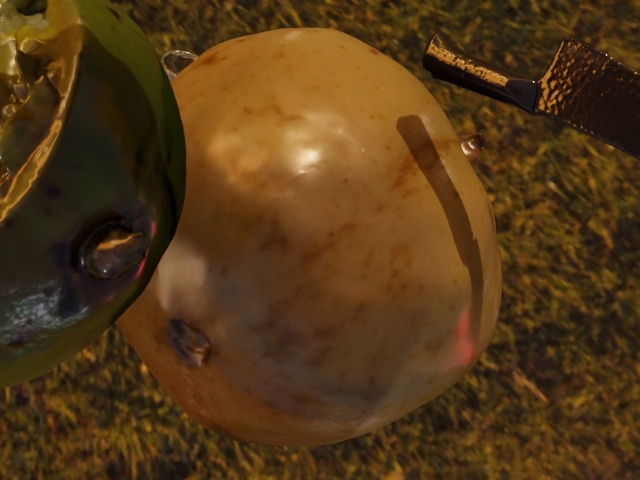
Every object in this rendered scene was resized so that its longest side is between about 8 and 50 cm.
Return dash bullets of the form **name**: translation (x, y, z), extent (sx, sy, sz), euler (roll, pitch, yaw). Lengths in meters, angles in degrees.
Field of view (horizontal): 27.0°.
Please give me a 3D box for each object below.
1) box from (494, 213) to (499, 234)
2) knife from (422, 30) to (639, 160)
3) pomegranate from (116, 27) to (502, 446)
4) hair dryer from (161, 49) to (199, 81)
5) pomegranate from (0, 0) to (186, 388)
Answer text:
- **box**: translation (0.101, -0.022, 1.334), extent (0.125, 0.027, 0.126), euler (-43, 74, 21)
- **knife**: translation (0.171, -0.096, 0.870), extent (0.028, 0.230, 0.060), euler (8, 108, -62)
- **pomegranate**: translation (0.000, 0.000, 1.057), extent (0.342, 0.342, 0.343), euler (-6, 113, -15)
- **hair dryer**: translation (-0.130, -0.142, 1.363), extent (0.092, 0.267, 0.229), euler (23, 149, 4)
- **pomegranate**: translation (-0.220, -0.052, 0.816), extent (0.260, 0.340, 0.260), euler (-16, 122, -27)
